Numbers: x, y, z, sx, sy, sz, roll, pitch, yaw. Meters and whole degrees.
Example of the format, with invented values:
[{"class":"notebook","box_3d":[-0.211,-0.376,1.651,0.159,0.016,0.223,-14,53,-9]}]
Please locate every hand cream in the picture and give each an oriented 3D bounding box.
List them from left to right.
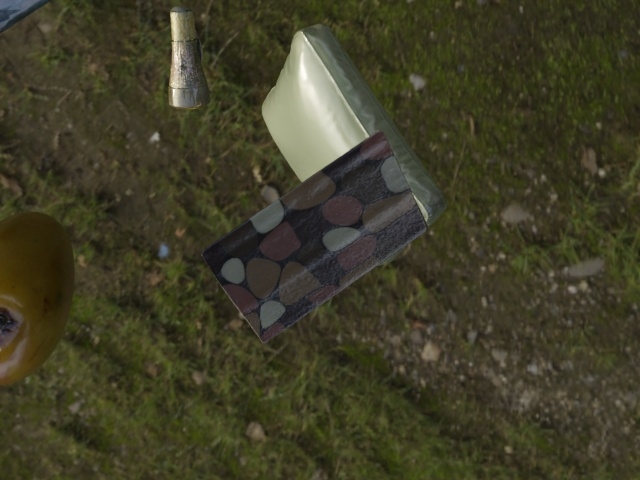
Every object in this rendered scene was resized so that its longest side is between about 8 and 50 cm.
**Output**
[{"class":"hand cream","box_3d":[-0.272,-0.368,1.768,0.084,0.084,0.203,2,112,13]}]

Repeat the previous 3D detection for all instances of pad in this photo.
[{"class":"pad","box_3d":[0.000,0.000,0.966,0.235,0.003,0.158,-34,128,-5]}]

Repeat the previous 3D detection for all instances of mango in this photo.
[{"class":"mango","box_3d":[-0.292,0.049,0.832,0.113,0.253,0.138,17,109,-15]}]

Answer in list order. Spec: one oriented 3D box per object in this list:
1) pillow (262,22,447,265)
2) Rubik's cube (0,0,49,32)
[{"class":"pillow","box_3d":[0.039,-0.127,1.276,0.322,0.120,0.255,57,157,9]},{"class":"Rubik's cube","box_3d":[-0.191,-0.399,0.528,0.359,0.362,0.363,-33,139,3]}]
